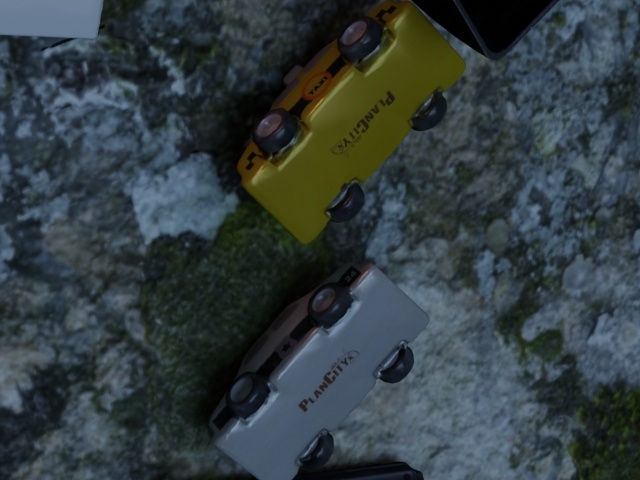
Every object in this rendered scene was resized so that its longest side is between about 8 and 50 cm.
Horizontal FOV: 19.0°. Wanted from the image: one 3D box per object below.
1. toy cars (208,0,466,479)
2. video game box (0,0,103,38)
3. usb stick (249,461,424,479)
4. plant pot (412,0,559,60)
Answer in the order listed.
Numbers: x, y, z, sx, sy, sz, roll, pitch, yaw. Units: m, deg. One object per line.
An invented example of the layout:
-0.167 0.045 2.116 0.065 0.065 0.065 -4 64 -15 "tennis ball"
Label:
0.000 0.000 1.477 0.176 0.087 0.394 -3 112 -28 "toy cars"
-0.263 -0.168 1.173 0.205 0.187 0.048 -1 107 -33 "video game box"
-0.035 0.228 1.557 0.278 0.045 0.077 -3 101 -33 "usb stick"
0.098 -0.271 1.389 0.188 0.167 0.187 -46 125 -13 "plant pot"
